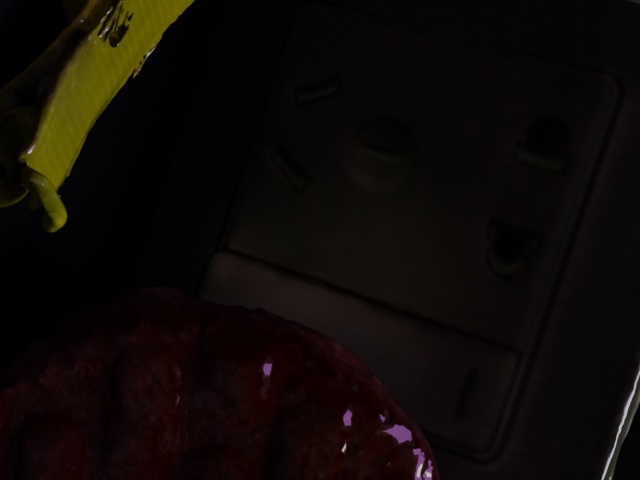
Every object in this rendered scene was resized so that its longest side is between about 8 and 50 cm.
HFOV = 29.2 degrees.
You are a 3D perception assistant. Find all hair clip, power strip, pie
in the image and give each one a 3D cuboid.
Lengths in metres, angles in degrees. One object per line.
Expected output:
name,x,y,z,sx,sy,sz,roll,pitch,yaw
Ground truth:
hair clip,-0.078,-0.085,0.480,0.072,0.046,0.173,81,34,-65
power strip,0.045,-0.004,0.595,0.251,0.257,0.092,-68,159,-5
pie,-0.054,0.121,0.519,0.204,0.218,0.054,-63,-172,15

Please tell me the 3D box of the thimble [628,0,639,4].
thimble,0.128,-0.113,0.710,0.219,0.219,0.150,-50,148,-51
